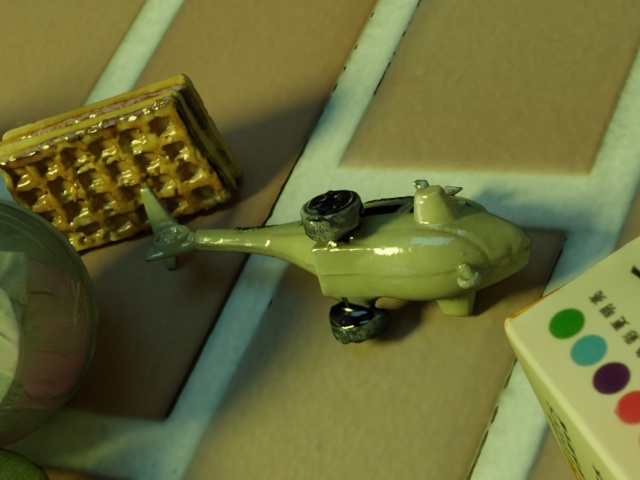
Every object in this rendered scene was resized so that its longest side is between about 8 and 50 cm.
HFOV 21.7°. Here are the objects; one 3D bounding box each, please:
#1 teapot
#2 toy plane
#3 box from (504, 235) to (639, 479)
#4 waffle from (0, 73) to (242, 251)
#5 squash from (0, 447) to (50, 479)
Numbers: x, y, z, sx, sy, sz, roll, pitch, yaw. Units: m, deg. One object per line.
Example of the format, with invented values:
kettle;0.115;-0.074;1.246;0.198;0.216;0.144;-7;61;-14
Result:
teapot;-0.256;0.059;1.023;0.221;0.163;0.178;-9;1;1
toy plane;0.000;0.000;1.044;0.286;0.092;0.108;-2;29;29
box;0.188;0.152;0.652;0.091;0.274;0.221;-32;45;-3
waffle;-0.139;-0.050;1.155;0.148;0.102;0.042;-17;41;16
squash;-0.227;0.220;0.939;0.132;0.132;0.247;3;54;33
